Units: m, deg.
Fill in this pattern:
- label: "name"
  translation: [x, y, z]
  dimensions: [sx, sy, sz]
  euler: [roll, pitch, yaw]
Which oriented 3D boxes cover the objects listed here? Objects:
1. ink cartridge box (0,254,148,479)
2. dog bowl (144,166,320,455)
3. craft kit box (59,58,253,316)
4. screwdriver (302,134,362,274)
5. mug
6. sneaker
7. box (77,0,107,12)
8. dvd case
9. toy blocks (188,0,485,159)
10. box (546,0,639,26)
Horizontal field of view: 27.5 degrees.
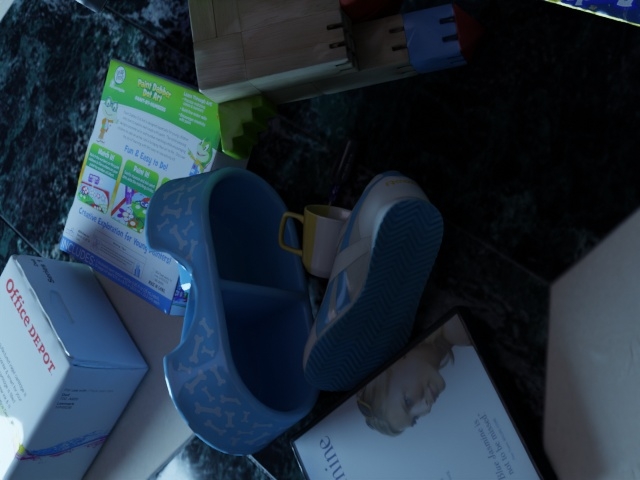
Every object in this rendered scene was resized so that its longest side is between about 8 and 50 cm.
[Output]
- label: "ink cartridge box"
  translation: [-0.351, 0.186, 1.600]
  dimensions: [0.278, 0.117, 0.201]
  euler: [-57, 49, 23]
- label: "dog bowl"
  translation: [-0.080, 0.061, 1.310]
  dimensions: [0.074, 0.166, 0.297]
  euler: [-25, 66, 36]
- label: "craft kit box"
  translation: [-0.193, -0.067, 1.527]
  dimensions: [0.250, 0.061, 0.246]
  euler: [26, 105, 45]
- label: "screwdriver"
  translation: [0.009, -0.029, 1.342]
  dimensions: [0.024, 0.025, 0.170]
  euler: [37, 119, 42]
- label: "mug"
  translation: [0.004, 0.001, 1.309]
  dimensions: [0.078, 0.062, 0.064]
  euler: [24, 109, 43]
- label: "sneaker"
  translation: [0.046, 0.043, 1.249]
  dimensions: [0.228, 0.087, 0.092]
  euler: [-64, 23, 22]
- label: "box"
  translation: [-0.210, -0.407, 1.503]
  dimensions: [0.216, 0.060, 0.270]
  euler: [-55, 17, 25]
- label: "dvd case"
  translation: [0.084, 0.201, 1.207]
  dimensions: [0.253, 0.022, 0.180]
  euler: [-43, 60, 33]
- label: "toy blocks"
  translation: [0.005, -0.293, 1.242]
  dimensions: [0.261, 0.191, 0.381]
  euler: [-11, 80, 14]
- label: "box"
  translation: [0.237, -0.222, 1.098]
  dimensions: [0.169, 0.054, 0.059]
  euler: [28, 119, 45]
